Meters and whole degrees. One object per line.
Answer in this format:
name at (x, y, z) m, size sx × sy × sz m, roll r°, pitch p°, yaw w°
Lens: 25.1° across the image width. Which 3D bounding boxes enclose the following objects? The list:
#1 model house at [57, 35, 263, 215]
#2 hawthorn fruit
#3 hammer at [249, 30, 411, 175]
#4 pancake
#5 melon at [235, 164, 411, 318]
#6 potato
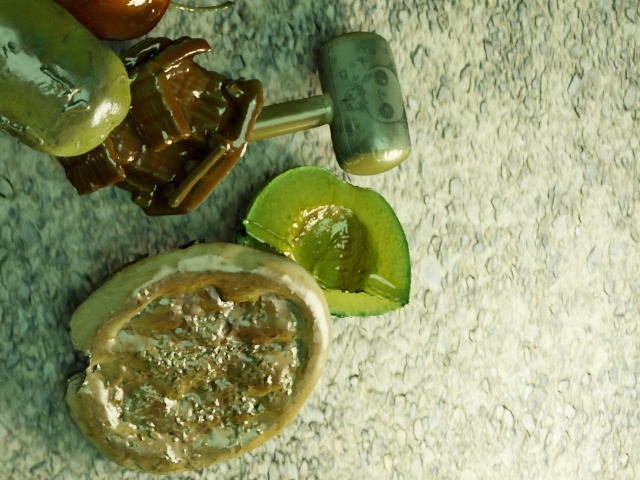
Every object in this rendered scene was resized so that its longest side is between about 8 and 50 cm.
model house at (-0.231, -0.155, 1.852) m, size 0.229 × 0.199 × 0.219 m, roll 20°, pitch 79°, yaw -33°
hawthorn fruit at (-0.230, -0.321, 1.866) m, size 0.285 × 0.165 × 0.165 m, roll 19°, pitch 92°, yaw -53°
hammer at (-0.034, -0.175, 1.996) m, size 0.306 × 0.113 × 0.201 m, roll -10°, pitch 81°, yaw -11°
pancake at (-0.172, 0.168, 1.964) m, size 0.382 × 0.071 × 0.382 m, roll -9°, pitch 121°, yaw -16°
melon at (0.000, 0.000, 2.046) m, size 0.265 × 0.129 × 0.169 m, roll 25°, pitch 56°, yaw -14°
potato at (-0.335, -0.198, 1.678) m, size 0.248 × 0.143 × 0.169 m, roll 43°, pitch 61°, yaw -33°
